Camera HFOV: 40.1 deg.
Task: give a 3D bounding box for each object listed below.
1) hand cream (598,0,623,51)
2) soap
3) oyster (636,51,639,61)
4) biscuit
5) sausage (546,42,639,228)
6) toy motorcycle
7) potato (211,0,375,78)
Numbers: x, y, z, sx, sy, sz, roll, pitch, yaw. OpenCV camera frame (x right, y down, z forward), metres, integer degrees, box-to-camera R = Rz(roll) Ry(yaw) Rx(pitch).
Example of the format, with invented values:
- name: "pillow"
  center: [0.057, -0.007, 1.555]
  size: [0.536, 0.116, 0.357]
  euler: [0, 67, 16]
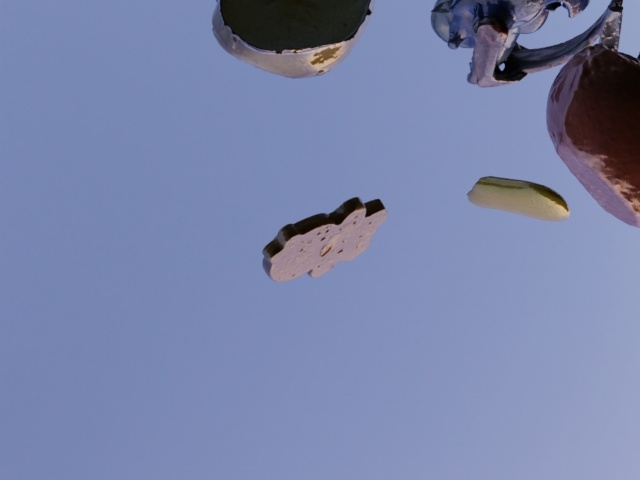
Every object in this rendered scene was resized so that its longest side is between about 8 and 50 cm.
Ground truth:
- name: "hand cream"
  center: [0.370, -0.262, 1.121]
  size: [0.030, 0.093, 0.019]
  euler: [2, -138, 8]
- name: "soap"
  center: [0.287, -0.064, 1.287]
  size: [0.033, 0.168, 0.089]
  euler: [-56, -44, -18]
- name: "oyster"
  center: [0.455, -0.204, 1.124]
  size: [0.053, 0.108, 0.166]
  euler: [82, -151, -43]
- name: "biscuit"
  center: [0.000, 0.000, 1.275]
  size: [0.225, 0.166, 0.036]
  euler: [-19, -118, -38]
- name: "sausage"
  center: [0.362, -0.115, 1.044]
  size: [0.254, 0.148, 0.148]
  euler: [37, -110, -24]
- name: "toy motorcycle"
  center: [0.326, -0.386, 1.385]
  size: [0.241, 0.319, 0.182]
  euler: [1, -110, -18]
- name: "potato"
  center: [-0.042, -0.372, 1.474]
  size: [0.246, 0.196, 0.300]
  euler: [33, -116, 8]
